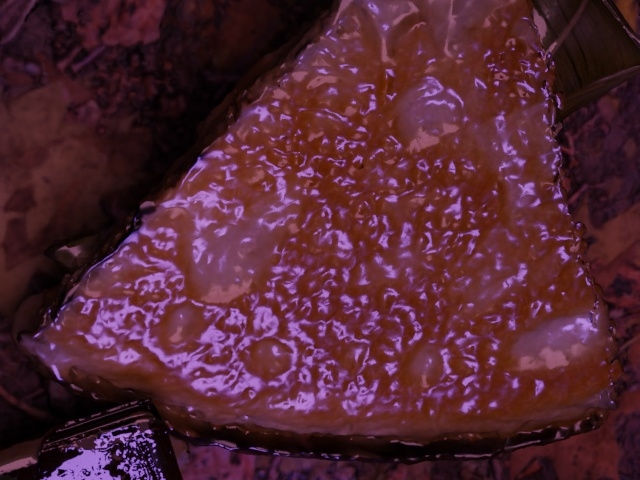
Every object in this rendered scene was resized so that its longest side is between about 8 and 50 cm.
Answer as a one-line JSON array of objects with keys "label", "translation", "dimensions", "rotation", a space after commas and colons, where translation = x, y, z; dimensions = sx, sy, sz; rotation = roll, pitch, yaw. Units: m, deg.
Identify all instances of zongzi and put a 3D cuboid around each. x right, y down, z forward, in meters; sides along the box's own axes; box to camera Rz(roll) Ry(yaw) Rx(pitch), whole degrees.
[{"label": "zongzi", "translation": [0.103, -0.153, 1.085], "dimensions": [0.205, 0.094, 0.204], "rotation": [-36, 114, -11]}]

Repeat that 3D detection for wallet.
[{"label": "wallet", "translation": [-0.205, 0.185, 1.031], "dimensions": [0.232, 0.031, 0.122], "rotation": [-18, 129, -8]}]

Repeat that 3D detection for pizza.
[{"label": "pizza", "translation": [-0.007, 0.028, 1.045], "dimensions": [0.392, 0.080, 0.435], "rotation": [-21, 124, 0]}]
